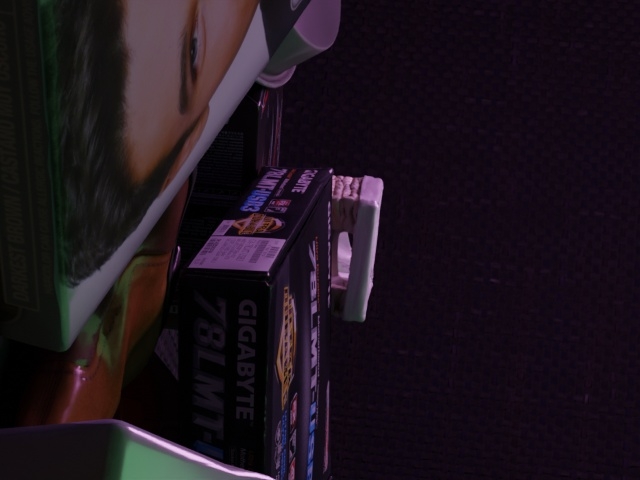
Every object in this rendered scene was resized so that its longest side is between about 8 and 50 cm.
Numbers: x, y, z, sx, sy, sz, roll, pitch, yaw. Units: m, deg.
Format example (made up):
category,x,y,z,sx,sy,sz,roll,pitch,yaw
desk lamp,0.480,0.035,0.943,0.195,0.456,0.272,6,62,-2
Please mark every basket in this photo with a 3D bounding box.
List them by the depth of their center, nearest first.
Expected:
category,x,y,z,sx,sy,sz,roll,pitch,yaw
basket,0.000,0.000,1.382,0.167,0.103,0.113,-64,161,-80

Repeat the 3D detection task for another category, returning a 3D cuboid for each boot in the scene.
category,x,y,z,sx,sy,sz,roll,pitch,yaw
boot,-0.163,0.068,0.902,0.264,0.096,0.280,105,2,-53

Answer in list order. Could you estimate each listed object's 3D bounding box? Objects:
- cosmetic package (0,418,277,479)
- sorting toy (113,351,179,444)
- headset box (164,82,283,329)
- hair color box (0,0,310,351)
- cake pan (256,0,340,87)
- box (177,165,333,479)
category,x,y,z,sx,sy,sz,roll,pitch,yaw
cosmetic package,-0.101,0.324,0.618,0.230,0.161,0.453,33,57,-47
sorting toy,-0.119,0.208,1.137,0.307,0.041,0.229,60,32,-48
headset box,-0.099,-0.071,1.399,0.218,0.110,0.293,-81,176,-51
hair color box,-0.077,-0.149,0.633,0.374,0.114,0.185,-61,160,-48
cake pan,-0.053,-0.273,1.240,0.293,0.054,0.293,-14,90,-72
box,-0.044,0.117,1.179,0.293,0.073,0.295,-56,149,-70
